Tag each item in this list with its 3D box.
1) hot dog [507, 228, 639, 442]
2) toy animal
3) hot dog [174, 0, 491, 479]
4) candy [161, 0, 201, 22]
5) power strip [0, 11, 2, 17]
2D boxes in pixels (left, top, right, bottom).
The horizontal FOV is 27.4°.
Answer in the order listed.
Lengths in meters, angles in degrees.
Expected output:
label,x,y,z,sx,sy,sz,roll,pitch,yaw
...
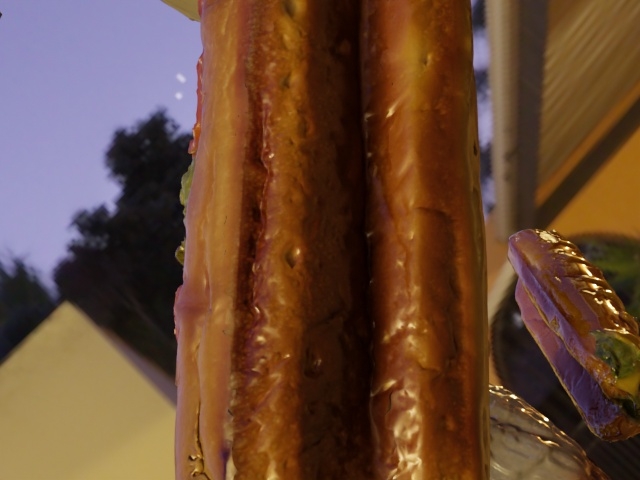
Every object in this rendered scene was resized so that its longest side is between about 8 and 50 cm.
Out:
label,x,y,z,sx,sy,sz,roll,pitch,yaw
hot dog,0.223,0.077,1.125,0.072,0.269,0.115,-10,-61,-6
toy animal,0.102,0.149,0.949,0.195,0.324,0.090,-22,18,42
hot dog,0.000,0.000,0.650,0.158,0.348,0.117,7,-18,-27
candy,-0.063,-0.310,1.243,0.295,0.296,0.185,93,-169,-64
power strip,-0.361,-0.066,1.117,0.367,0.043,0.106,-50,19,37
